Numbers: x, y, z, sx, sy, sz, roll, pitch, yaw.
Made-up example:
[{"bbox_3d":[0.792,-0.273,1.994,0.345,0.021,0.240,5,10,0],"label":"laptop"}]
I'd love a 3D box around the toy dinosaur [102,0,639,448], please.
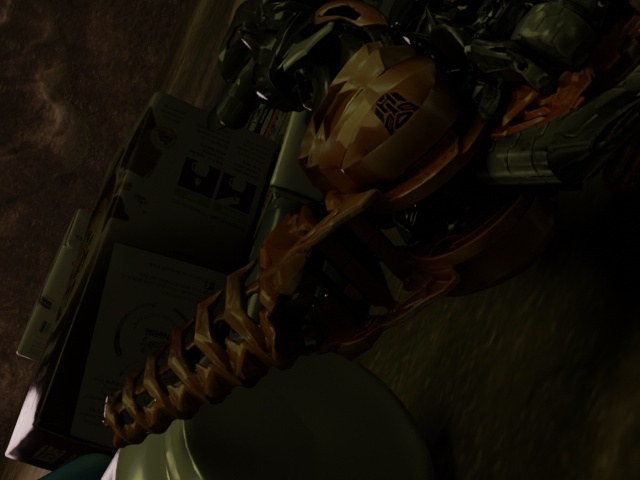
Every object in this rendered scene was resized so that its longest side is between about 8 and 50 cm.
[{"bbox_3d":[0.038,-0.050,0.435,0.322,0.164,0.218,-24,22,-5],"label":"toy dinosaur"}]

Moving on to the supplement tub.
[{"bbox_3d":[-0.046,0.154,0.545,0.199,0.144,0.144,-57,20,36],"label":"supplement tub"}]

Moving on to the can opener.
[{"bbox_3d":[0.000,0.000,0.720,0.095,0.076,0.283,154,134,-69],"label":"can opener"}]

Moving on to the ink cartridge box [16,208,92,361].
[{"bbox_3d":[-0.282,0.078,1.440,0.203,0.148,0.086,-57,17,33],"label":"ink cartridge box"}]

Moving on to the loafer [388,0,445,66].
[{"bbox_3d":[0.109,-0.159,0.559,0.223,0.076,0.078,-35,38,54],"label":"loafer"}]

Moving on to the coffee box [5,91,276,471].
[{"bbox_3d":[-0.153,0.049,0.955,0.168,0.119,0.297,-38,34,60],"label":"coffee box"}]

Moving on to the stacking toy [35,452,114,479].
[{"bbox_3d":[-0.187,0.290,0.872,0.165,0.175,0.302,59,168,16],"label":"stacking toy"}]

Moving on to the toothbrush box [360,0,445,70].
[{"bbox_3d":[0.080,-0.274,0.706,0.216,0.126,0.295,-54,20,40],"label":"toothbrush box"}]

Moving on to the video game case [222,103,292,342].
[{"bbox_3d":[-0.069,-0.005,1.039,0.275,0.035,0.248,-67,15,4],"label":"video game case"}]
